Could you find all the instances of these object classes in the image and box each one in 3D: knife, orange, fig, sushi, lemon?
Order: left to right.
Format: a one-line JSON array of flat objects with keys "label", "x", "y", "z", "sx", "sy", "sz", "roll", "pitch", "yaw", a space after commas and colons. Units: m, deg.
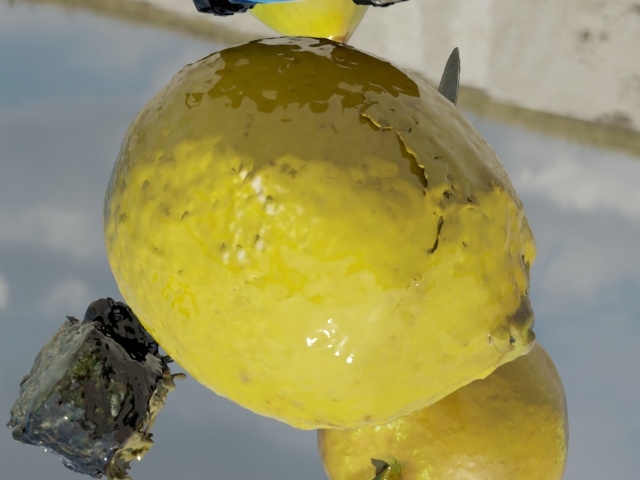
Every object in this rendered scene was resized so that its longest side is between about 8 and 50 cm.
[{"label": "sushi", "x": -0.190, "y": 0.130, "z": 1.467, "sx": 0.115, "sy": 0.147, "sz": 0.212, "roll": 30, "pitch": 166, "yaw": -11}, {"label": "fig", "x": -0.009, "y": -0.248, "z": 1.516, "sx": 0.136, "sy": 0.121, "sz": 0.153, "roll": -15, "pitch": 145, "yaw": 30}, {"label": "lemon", "x": 0.000, "y": 0.000, "z": 1.110, "sx": 0.310, "sy": 0.253, "sz": 0.253, "roll": 33, "pitch": -152, "yaw": 17}, {"label": "knife", "x": 0.090, "y": -0.072, "z": 1.332, "sx": 0.023, "sy": 0.170, "sz": 0.010, "roll": 7, "pitch": 168, "yaw": 26}, {"label": "orange", "x": 0.133, "y": 0.198, "z": 1.777, "sx": 0.279, "sy": 0.279, "sz": 0.235, "roll": 23, "pitch": -147, "yaw": 32}]

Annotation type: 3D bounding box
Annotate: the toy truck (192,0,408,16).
[{"label": "toy truck", "x": -0.014, "y": -0.253, "z": 1.082, "sx": 0.161, "sy": 0.177, "sz": 0.213, "roll": 0, "pitch": -130, "yaw": 24}]
